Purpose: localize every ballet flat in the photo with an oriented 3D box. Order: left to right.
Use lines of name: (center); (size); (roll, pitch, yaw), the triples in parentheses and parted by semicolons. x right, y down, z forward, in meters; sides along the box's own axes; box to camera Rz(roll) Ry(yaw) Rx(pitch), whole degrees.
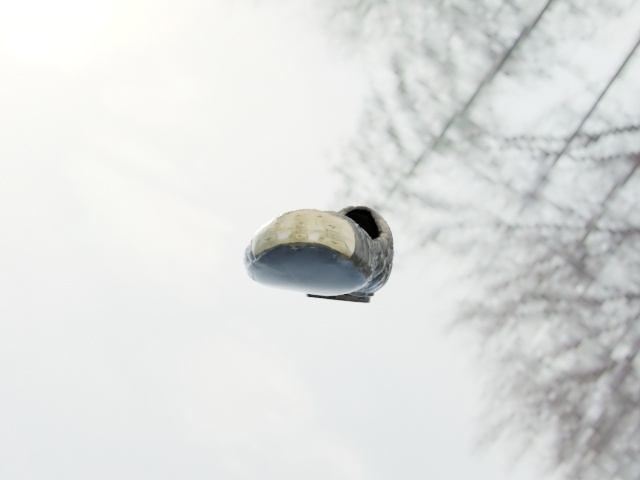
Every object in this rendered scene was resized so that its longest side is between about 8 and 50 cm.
ballet flat: (0.000, 0.000, 0.780); (0.057, 0.049, 0.173); (5, 176, 8)
